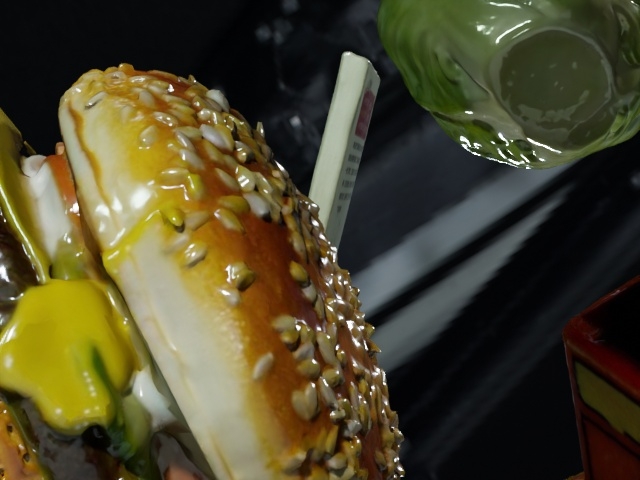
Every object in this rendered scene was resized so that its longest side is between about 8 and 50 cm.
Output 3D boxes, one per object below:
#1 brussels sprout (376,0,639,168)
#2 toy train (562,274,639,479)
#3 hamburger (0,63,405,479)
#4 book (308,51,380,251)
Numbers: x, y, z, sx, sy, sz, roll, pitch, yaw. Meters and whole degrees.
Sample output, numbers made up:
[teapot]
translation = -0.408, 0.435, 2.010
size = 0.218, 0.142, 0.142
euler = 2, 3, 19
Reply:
[brussels sprout]
translation = 0.099, -0.094, 0.827
size = 0.155, 0.155, 0.117
euler = 15, -62, -36
[toy train]
translation = 0.234, 0.145, 0.782
size = 0.163, 0.369, 0.232
euler = -28, -57, -17
[hamburger]
translation = -0.091, 0.055, 0.809
size = 0.225, 0.291, 0.291
euler = -26, -42, -1
[book]
translation = 0.000, 0.000, 1.087
size = 0.022, 0.162, 0.232
euler = 13, -88, 3
